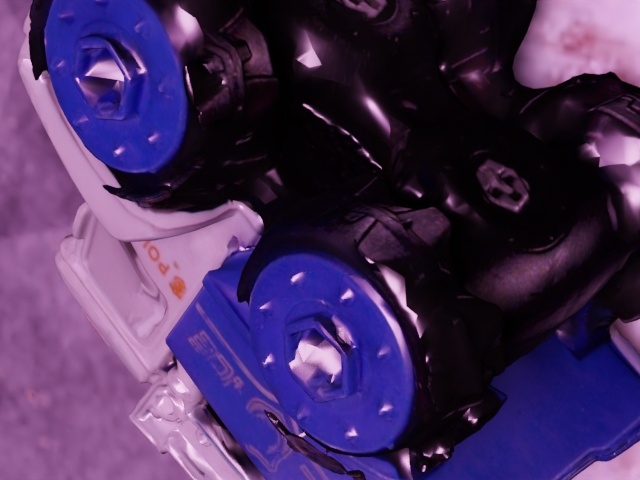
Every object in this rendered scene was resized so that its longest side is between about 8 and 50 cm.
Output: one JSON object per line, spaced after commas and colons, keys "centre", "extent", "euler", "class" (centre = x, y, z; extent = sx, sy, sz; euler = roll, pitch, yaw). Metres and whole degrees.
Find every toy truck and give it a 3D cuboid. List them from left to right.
{"centre": [0.000, 0.000, 0.497], "extent": [0.213, 0.161, 0.177], "euler": [53, 136, 13], "class": "toy truck"}
